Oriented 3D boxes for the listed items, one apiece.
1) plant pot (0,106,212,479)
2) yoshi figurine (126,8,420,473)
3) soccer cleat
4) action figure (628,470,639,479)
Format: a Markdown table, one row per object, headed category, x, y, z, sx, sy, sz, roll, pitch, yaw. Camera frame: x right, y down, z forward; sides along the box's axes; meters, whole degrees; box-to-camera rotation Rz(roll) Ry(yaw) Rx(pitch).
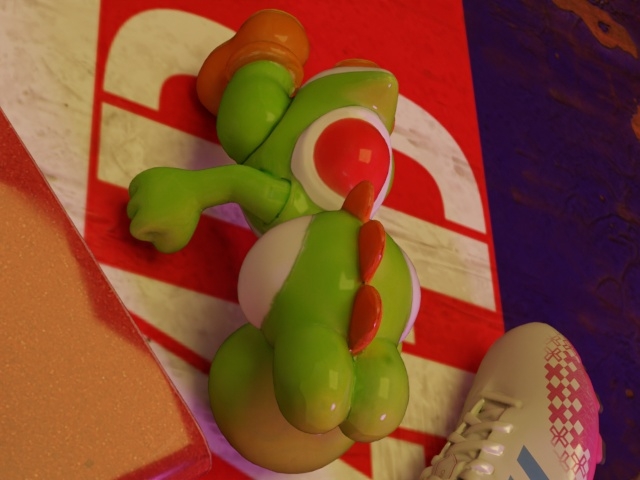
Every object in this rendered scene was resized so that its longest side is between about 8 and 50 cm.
| category | x | y | z | sx | sy | sz | roll | pitch | yaw |
| --- | --- | --- | --- | --- | --- | --- | --- | --- | --- |
| plant pot | -0.252 | 0.074 | 0.548 | 0.235 | 0.267 | 0.267 | -30 | 85 | -35 |
| yoshi figurine | -0.021 | 0.014 | 0.871 | 0.362 | 0.203 | 0.203 | -96 | 171 | -47 |
| soccer cleat | 0.124 | 0.183 | 0.887 | 0.143 | 0.116 | 0.331 | 29 | 49 | -24 |
| action figure | 0.283 | 0.377 | 0.915 | 0.341 | 0.178 | 0.330 | 56 | 42 | -39 |
